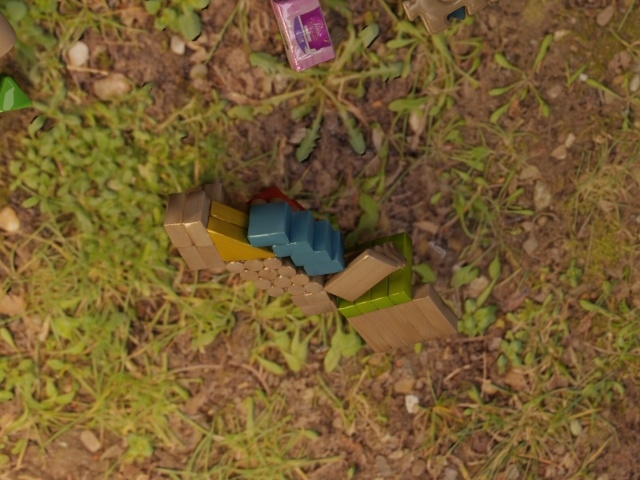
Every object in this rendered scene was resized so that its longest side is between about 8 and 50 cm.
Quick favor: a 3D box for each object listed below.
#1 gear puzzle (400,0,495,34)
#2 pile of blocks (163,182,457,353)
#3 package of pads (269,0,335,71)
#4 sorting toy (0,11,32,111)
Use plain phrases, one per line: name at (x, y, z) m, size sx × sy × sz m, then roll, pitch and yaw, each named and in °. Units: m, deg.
gear puzzle at (0.107, -0.400, 1.416) m, size 0.175 × 0.044 × 0.339 m, roll -31°, pitch 112°, yaw -8°
pile of blocks at (0.000, 0.000, 1.448) m, size 0.362 × 0.113 × 0.149 m, roll 26°, pitch 138°, yaw -28°
package of pads at (-0.019, -0.229, 1.422) m, size 0.050 × 0.032 × 0.083 m, roll -23°, pitch 113°, yaw -11°
sorting toy at (-0.423, -0.208, 1.268) m, size 0.196 × 0.047 × 0.348 m, roll -41°, pitch 116°, yaw -10°
